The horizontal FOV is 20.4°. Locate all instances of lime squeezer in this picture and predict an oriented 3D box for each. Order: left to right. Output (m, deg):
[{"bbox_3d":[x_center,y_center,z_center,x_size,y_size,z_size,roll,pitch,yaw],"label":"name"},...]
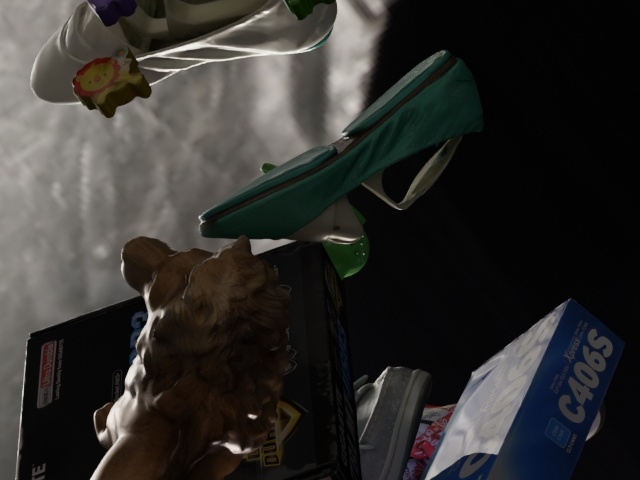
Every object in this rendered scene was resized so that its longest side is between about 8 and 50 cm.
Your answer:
[{"bbox_3d":[0.000,0.000,1.752,0.059,0.310,0.110,23,125,-26],"label":"lime squeezer"}]

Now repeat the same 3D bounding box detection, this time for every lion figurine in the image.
[{"bbox_3d":[-0.134,0.191,1.205,0.240,0.142,0.392,134,-23,-70],"label":"lion figurine"}]

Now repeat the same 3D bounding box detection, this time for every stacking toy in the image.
[{"bbox_3d":[-0.101,-0.194,1.218,0.221,0.052,0.167,-27,137,3],"label":"stacking toy"}]

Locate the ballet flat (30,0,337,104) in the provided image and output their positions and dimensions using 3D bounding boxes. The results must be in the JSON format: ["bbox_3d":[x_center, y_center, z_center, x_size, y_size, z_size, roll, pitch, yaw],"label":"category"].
[{"bbox_3d":[-0.180,-0.260,2.072,0.400,0.139,0.139,-9,180,19],"label":"ballet flat"}]

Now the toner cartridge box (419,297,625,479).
[{"bbox_3d":[0.155,0.216,1.607,0.165,0.075,0.348,-45,-172,44],"label":"toner cartridge box"}]

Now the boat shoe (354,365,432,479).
[{"bbox_3d":[0.017,0.212,1.706,0.320,0.103,0.118,123,-10,-55],"label":"boat shoe"}]

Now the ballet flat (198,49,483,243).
[{"bbox_3d":[0.027,-0.049,1.369,0.247,0.087,0.083,-34,-171,-10],"label":"ballet flat"}]

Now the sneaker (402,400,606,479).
[{"bbox_3d":[0.161,0.218,1.871,0.270,0.090,0.145,-8,-164,19],"label":"sneaker"}]

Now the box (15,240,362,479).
[{"bbox_3d":[-0.116,0.153,1.517,0.293,0.073,0.295,-18,-142,11],"label":"box"}]
